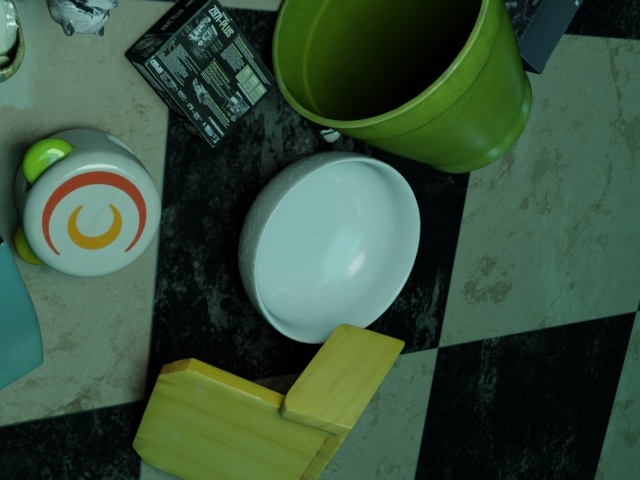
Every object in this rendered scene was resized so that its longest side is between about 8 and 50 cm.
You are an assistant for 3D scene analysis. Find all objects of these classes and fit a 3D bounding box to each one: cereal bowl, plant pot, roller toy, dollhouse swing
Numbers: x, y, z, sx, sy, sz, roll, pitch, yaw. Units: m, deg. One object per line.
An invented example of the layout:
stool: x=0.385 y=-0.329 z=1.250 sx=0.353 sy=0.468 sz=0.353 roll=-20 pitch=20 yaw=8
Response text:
cereal bowl: x=0.000 y=0.000 z=1.589 sx=0.339 sy=0.141 sz=0.339 roll=-14 pitch=116 yaw=-30
plant pot: x=0.170 y=-0.277 z=1.491 sx=0.353 sy=0.366 sz=0.366 roll=32 pitch=89 yaw=-51
roller toy: x=-0.336 y=-0.055 z=1.322 sx=0.191 sy=0.146 sz=0.209 roll=-1 pitch=116 yaw=-26
plant pot: x=-0.488 y=0.093 z=1.272 sx=0.165 sy=0.165 sz=0.234 roll=-33 pitch=133 yaw=-21
dollhouse swing: x=-0.097 y=0.277 z=1.601 sx=0.315 sy=0.305 sz=0.347 roll=-50 pitch=170 yaw=-46

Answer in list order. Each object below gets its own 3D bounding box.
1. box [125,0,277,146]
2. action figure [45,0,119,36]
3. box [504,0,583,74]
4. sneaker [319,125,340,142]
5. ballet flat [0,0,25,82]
box: x=-0.177 y=-0.259 z=1.393 sx=0.147 sy=0.077 sz=0.180 roll=-47 pitch=129 yaw=-10
action figure: x=-0.249 y=-0.404 z=1.110 sx=0.341 sy=0.178 sz=0.330 roll=12 pitch=99 yaw=-1
box: x=0.358 y=-0.400 z=1.666 sx=0.093 sy=0.158 sz=0.156 roll=30 pitch=90 yaw=-40
sneaker: x=0.030 y=-0.210 z=1.593 sx=0.037 sy=0.032 sz=0.083 roll=38 pitch=84 yaw=-40
ballet flat: x=-0.450 y=-0.357 z=1.133 sx=0.123 sy=0.123 sz=0.349 roll=-27 pitch=122 yaw=-24
